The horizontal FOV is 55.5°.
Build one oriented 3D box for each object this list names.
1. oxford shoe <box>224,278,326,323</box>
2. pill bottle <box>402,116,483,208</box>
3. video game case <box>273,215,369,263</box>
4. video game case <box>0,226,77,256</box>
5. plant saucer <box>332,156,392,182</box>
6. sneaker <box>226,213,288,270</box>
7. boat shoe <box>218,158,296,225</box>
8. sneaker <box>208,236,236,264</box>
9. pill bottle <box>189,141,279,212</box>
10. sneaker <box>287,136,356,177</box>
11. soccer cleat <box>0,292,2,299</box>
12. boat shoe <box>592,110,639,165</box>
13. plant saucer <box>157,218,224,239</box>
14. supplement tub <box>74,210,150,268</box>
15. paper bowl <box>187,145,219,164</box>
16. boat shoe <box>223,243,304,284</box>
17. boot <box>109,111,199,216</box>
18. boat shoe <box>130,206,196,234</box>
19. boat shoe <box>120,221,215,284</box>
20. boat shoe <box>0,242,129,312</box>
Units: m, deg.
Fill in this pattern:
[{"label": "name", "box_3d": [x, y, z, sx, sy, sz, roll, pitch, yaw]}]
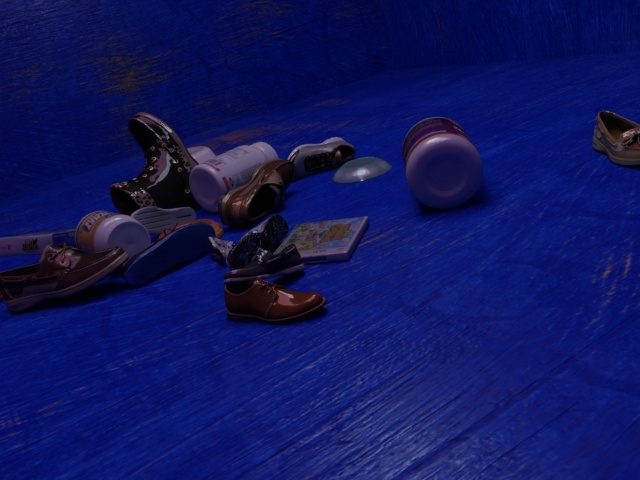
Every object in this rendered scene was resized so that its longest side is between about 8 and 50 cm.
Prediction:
[{"label": "oxford shoe", "box_3d": [-0.092, 0.109, 1.147, 0.212, 0.076, 0.076, -4, 21, 21]}, {"label": "pill bottle", "box_3d": [0.303, -0.211, 1.557, 0.181, 0.182, 0.323, -11, 21, 9]}, {"label": "video game case", "box_3d": [0.000, 0.000, 1.437, 0.193, 0.023, 0.212, -6, 22, 21]}, {"label": "video game case", "box_3d": [-0.771, -0.003, 1.798, 0.244, 0.061, 0.269, -5, 5, 25]}, {"label": "plant saucer", "box_3d": [0.128, -0.233, 1.935, 0.194, 0.038, 0.195, -12, 20, 4]}, {"label": "sneaker", "box_3d": [-0.156, 0.017, 1.451, 0.081, 0.080, 0.211, -29, 8, 41]}, {"label": "boat shoe", "box_3d": [-0.159, -0.136, 1.783, 0.119, 0.123, 0.324, 7, 37, 33]}, {"label": "sneaker", "box_3d": [-0.240, 0.024, 1.514, 0.058, 0.052, 0.135, -13, 26, -25]}, {"label": "pill bottle", "box_3d": [-0.271, -0.213, 1.973, 0.160, 0.161, 0.283, 4, 27, 40]}, {"label": "sneaker", "box_3d": [0.001, -0.283, 2.067, 0.271, 0.100, 0.108, -25, 28, -27]}, {"label": "soccer cleat", "box_3d": [-0.881, 0.147, 1.569, 0.095, 0.083, 0.248, -9, 18, 2]}, {"label": "boat shoe", "box_3d": [0.749, -0.251, 1.494, 0.104, 0.089, 0.285, -14, 21, -1]}, {"label": "plant saucer", "box_3d": [-0.370, -0.014, 1.700, 0.199, 0.037, 0.200, -13, 21, 5]}, {"label": "supplement tub", "box_3d": [-0.558, -0.002, 1.638, 0.144, 0.145, 0.199, -30, 25, -36]}, {"label": "paper bowl", "box_3d": [-0.480, -0.249, 2.225, 0.284, 0.148, 0.284, -12, 22, 5]}, {"label": "boat shoe", "box_3d": [-0.120, 0.048, 1.257, 0.206, 0.065, 0.075, -11, -3, -45]}, {"label": "boot", "box_3d": [-0.556, -0.220, 1.960, 0.284, 0.377, 0.138, -41, 3, -40]}, {"label": "boat shoe", "box_3d": [-0.474, -0.053, 1.798, 0.075, 0.083, 0.226, -16, -8, 39]}, {"label": "boat shoe", "box_3d": [-0.391, 0.018, 1.535, 0.258, 0.109, 0.089, -26, 20, -33]}, {"label": "boat shoe", "box_3d": [-0.641, 0.068, 1.491, 0.341, 0.123, 0.123, -18, 17, 13]}]
